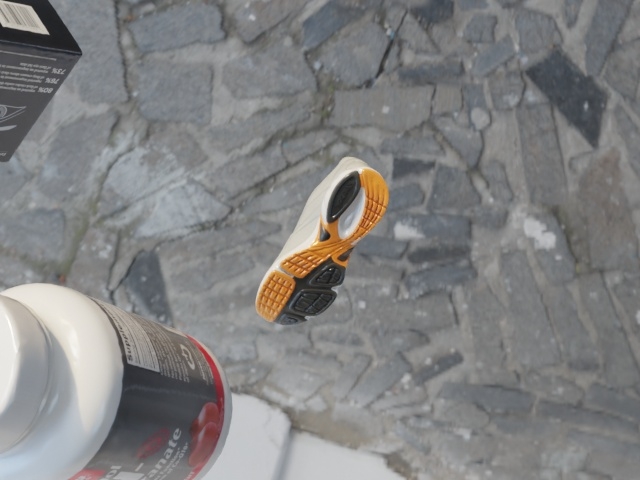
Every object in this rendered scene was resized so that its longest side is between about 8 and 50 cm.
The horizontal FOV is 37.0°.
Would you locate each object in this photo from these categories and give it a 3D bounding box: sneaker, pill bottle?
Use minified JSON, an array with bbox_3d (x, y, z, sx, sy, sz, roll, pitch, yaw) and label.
[{"bbox_3d":[0.000,0.000,1.321,0.099,0.121,0.262,32,106,-18],"label":"sneaker"},{"bbox_3d":[-0.222,0.138,0.855,0.176,0.176,0.318,-13,160,18],"label":"pill bottle"}]

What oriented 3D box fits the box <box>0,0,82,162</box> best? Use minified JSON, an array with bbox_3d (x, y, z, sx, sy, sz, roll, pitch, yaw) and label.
[{"bbox_3d":[-0.421,-0.201,1.177,0.207,0.153,0.108,-45,69,26],"label":"box"}]
